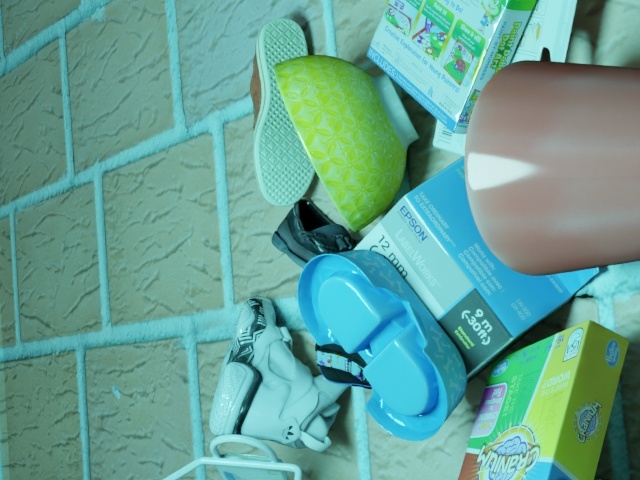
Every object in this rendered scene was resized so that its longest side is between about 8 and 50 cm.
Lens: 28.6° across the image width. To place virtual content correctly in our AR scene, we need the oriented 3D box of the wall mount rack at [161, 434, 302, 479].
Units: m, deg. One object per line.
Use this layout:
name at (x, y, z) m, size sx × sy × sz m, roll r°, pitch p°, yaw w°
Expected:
wall mount rack at (-0.164, 0.458, 2.134) m, size 0.350 × 0.304 × 0.130 m, roll 74°, pitch -158°, yaw -52°

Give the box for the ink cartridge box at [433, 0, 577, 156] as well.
ink cartridge box at (0.271, -0.240, 1.745) m, size 0.239 × 0.060 × 0.275 m, roll 26°, pitch 111°, yaw 52°

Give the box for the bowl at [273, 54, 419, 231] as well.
bowl at (0.060, -0.175, 1.942) m, size 0.156 × 0.289 × 0.289 m, roll -25°, pitch 62°, yaw 7°

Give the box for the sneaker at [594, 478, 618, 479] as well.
sneaker at (0.333, 0.353, 1.619) m, size 0.295 × 0.123 × 0.109 m, roll 176°, pitch 107°, yaw -74°

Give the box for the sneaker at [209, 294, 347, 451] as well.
sneaker at (-0.066, 0.239, 2.189) m, size 0.366 × 0.210 × 0.137 m, roll -81°, pitch 11°, yaw -62°

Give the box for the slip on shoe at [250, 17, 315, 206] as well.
slip on shoe at (-0.070, -0.221, 2.207) m, size 0.101 × 0.123 × 0.331 m, roll 153°, pitch 115°, yaw -71°

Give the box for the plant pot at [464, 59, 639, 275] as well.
plant pot at (0.345, -0.088, 1.481) m, size 0.243 × 0.275 × 0.275 m, roll 2°, pitch 92°, yaw 45°

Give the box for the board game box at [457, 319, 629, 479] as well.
board game box at (0.264, 0.278, 1.592) m, size 0.242 × 0.064 × 0.316 m, roll -39°, pitch 27°, yaw 60°

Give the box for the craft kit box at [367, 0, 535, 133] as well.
craft kit box at (0.184, -0.316, 1.776) m, size 0.250 × 0.061 × 0.247 m, roll 50°, pitch 132°, yaw 43°

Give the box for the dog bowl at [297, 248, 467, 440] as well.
dog bowl at (0.091, 0.139, 1.763) m, size 0.297 × 0.074 × 0.166 m, roll 53°, pitch 136°, yaw 13°

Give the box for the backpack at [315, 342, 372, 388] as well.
backpack at (0.069, 0.158, 1.995) m, size 0.173 × 0.117 × 0.158 m, roll -8°, pitch 85°, yaw 55°

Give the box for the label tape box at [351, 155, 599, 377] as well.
label tape box at (0.189, 0.049, 1.760) m, size 0.249 × 0.115 × 0.348 m, roll 54°, pitch 138°, yaw 12°

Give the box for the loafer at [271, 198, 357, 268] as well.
loafer at (0.000, 0.000, 2.091) m, size 0.302 × 0.109 × 0.095 m, roll 31°, pitch 103°, yaw 64°
